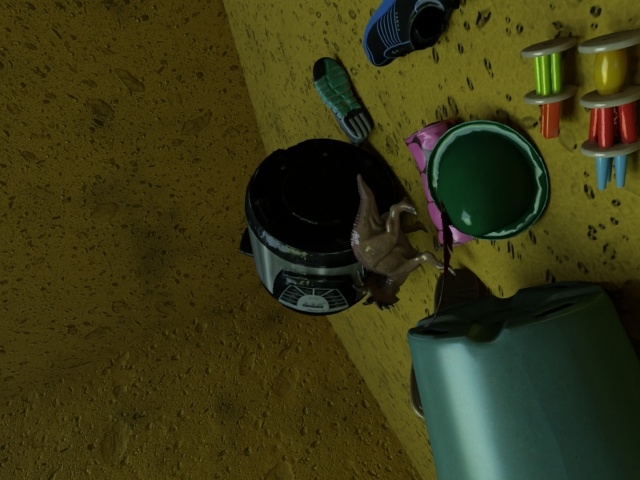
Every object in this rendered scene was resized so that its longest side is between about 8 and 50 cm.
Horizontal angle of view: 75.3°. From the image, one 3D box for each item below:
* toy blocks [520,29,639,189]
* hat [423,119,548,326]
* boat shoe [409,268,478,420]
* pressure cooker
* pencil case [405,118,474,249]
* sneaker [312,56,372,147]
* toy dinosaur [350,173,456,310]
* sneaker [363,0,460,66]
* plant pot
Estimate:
[{"bbox_3d":[0.272,-0.132,0.437,0.123,0.054,0.148,43,154,61],"label":"toy blocks"},{"bbox_3d":[0.186,-0.039,0.549,0.208,0.183,0.173,57,140,3],"label":"hat"},{"bbox_3d":[0.242,0.200,0.785,0.109,0.302,0.098,7,144,23],"label":"boat shoe"},{"bbox_3d":[0.003,-0.005,1.099,0.370,0.375,0.420,49,158,23],"label":"pressure cooker"},{"bbox_3d":[0.210,-0.094,0.701,0.098,0.095,0.209,-159,49,-75],"label":"pencil case"},{"bbox_3d":[0.044,-0.329,1.006,0.224,0.083,0.098,64,173,8],"label":"sneaker"},{"bbox_3d":[0.119,0.026,0.813,0.296,0.200,0.127,52,-167,-26],"label":"toy dinosaur"},{"bbox_3d":[0.130,-0.319,0.632,0.232,0.081,0.090,138,115,-77],"label":"sneaker"},{"bbox_3d":[0.283,0.247,0.540,0.341,0.341,0.334,146,108,-78],"label":"plant pot"}]
